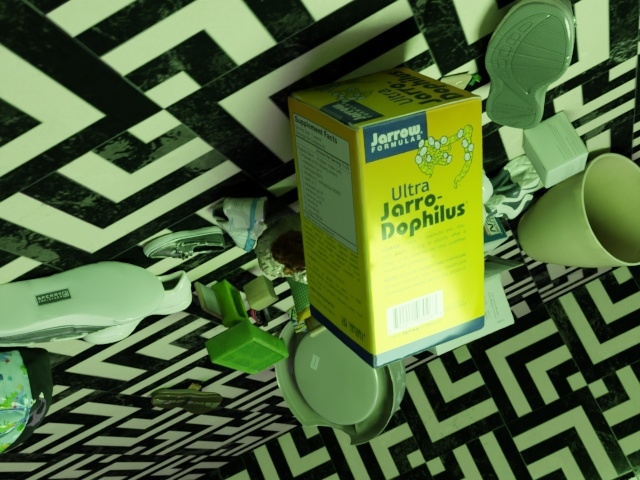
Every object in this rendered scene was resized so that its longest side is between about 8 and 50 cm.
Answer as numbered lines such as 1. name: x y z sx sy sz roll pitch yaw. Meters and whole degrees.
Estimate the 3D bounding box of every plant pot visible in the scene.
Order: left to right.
1. plant pot: 0.597 -0.040 2.260 0.256 0.256 0.274 -11 173 -35

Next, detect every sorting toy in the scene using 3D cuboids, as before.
1. sorting toy: 0.213 -0.241 1.532 0.083 0.012 0.062 -12 153 -24

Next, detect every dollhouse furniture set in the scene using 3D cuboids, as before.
1. dollhouse furniture set: -0.071 0.089 1.812 0.301 0.197 0.151 -30 151 15

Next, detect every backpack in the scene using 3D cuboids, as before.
1. backpack: -0.660 0.301 1.595 0.290 0.273 0.355 -29 150 33

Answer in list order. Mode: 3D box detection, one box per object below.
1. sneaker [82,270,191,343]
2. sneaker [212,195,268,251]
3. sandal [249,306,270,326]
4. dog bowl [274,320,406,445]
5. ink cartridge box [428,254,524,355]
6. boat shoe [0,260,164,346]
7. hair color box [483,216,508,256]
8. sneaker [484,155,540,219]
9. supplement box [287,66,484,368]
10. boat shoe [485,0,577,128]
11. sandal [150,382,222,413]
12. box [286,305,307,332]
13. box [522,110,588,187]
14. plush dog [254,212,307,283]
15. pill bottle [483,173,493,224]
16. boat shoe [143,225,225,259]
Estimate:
1. sneaker: -0.330 0.107 1.723 0.212 0.080 0.094 -25 151 -22
2. sneaker: -0.137 -0.036 1.595 0.083 0.071 0.190 11 161 -7
3. sandal: -0.134 0.152 2.091 0.040 0.067 0.179 -10 162 -8
4. dog bowl: 0.054 0.321 2.383 0.349 0.348 0.102 -39 169 36
5. ink cartridge box: 0.312 0.137 2.298 0.272 0.130 0.309 -20 -168 -15
6. boat shoe: -0.405 0.113 1.571 0.301 0.108 0.102 -12 157 -28
7. hair color box: 0.214 0.023 2.107 0.347 0.105 0.174 -13 160 -31
8. sneaker: 0.354 -0.074 2.034 0.235 0.094 0.153 -34 153 -4
9. supplement box: 0.097 -0.037 1.370 0.195 0.194 0.356 -17 118 -23
10. boat shoe: 0.309 -0.277 1.441 0.118 0.103 0.320 13 161 11
11. sandal: -0.346 0.400 2.518 0.219 0.060 0.090 13 135 -40
12. box: 0.003 0.150 2.257 0.169 0.059 0.054 -37 160 33
13. box: 0.451 -0.174 1.878 0.087 0.102 0.101 -28 162 2
14. plush dog: 0.000 0.000 1.644 0.225 0.210 0.262 -12 173 -14
15. pill bottle: 0.210 -0.026 1.822 0.264 0.146 0.146 -48 169 -20
16. boat shoe: -0.223 0.010 1.620 0.142 0.040 0.049 -15 159 -29
